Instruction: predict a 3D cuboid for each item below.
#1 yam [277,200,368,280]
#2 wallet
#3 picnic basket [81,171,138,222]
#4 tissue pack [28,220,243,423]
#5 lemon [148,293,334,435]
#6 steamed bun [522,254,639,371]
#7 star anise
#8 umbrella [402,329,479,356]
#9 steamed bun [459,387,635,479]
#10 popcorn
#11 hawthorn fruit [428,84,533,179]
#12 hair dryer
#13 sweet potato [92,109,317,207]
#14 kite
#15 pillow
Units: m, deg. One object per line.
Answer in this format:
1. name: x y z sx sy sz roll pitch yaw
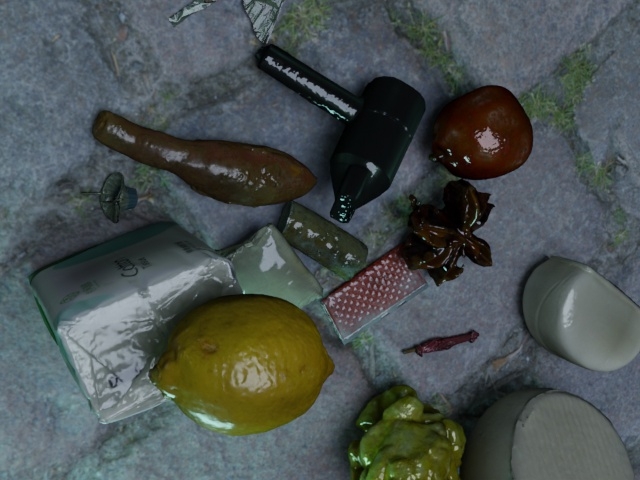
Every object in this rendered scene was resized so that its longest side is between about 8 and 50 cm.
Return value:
1. yam: 0.000 0.000 1.858 0.179 0.078 0.078 31 89 -26
2. wallet: 0.099 0.097 1.952 0.196 0.020 0.103 -34 114 -12
3. picnic basket: -0.333 -0.069 1.708 0.083 0.065 0.083 4 106 -41
4. tissue pack: -0.274 0.106 1.613 0.266 0.356 0.194 -23 107 -16
5. lemon: -0.099 0.163 1.398 0.257 0.188 0.188 1 102 -26
6. steamed bun: 0.503 0.154 2.066 0.242 0.146 0.164 35 84 -27
7. star anise: 0.235 -0.025 1.922 0.190 0.126 0.220 -11 129 -13
8. umbrella: 0.232 0.198 2.030 0.165 0.025 0.027 -12 89 -22
9. steamed bun: 0.415 0.472 2.030 0.374 0.241 0.374 15 63 -30
10. popcorn: 0.165 0.411 1.927 0.235 0.250 0.242 -39 112 -2
11. hawthorn fruit: 0.276 -0.182 1.880 0.188 0.169 0.169 -25 111 -24
12. hair dryer: 0.003 -0.196 1.774 0.302 0.116 0.244 31 64 -9
13. sweet potato: -0.181 -0.123 1.739 0.385 0.109 0.109 12 97 -24
14. kite: -0.141 -0.421 1.734 0.250 0.012 0.229 -32 109 -13
15. pillow: -0.088 0.068 1.821 0.134 0.078 0.181 -33 116 10
